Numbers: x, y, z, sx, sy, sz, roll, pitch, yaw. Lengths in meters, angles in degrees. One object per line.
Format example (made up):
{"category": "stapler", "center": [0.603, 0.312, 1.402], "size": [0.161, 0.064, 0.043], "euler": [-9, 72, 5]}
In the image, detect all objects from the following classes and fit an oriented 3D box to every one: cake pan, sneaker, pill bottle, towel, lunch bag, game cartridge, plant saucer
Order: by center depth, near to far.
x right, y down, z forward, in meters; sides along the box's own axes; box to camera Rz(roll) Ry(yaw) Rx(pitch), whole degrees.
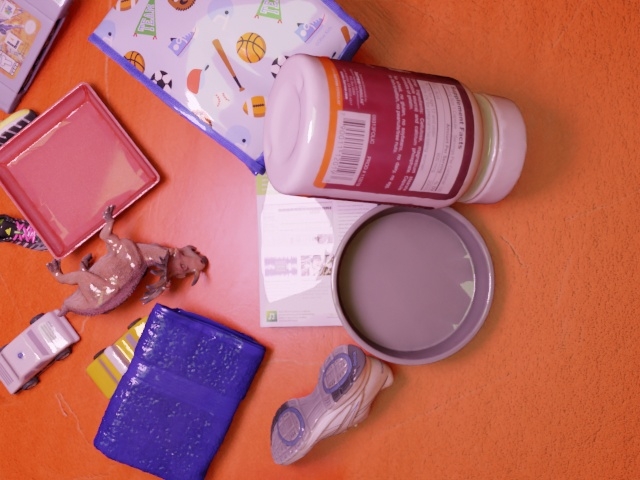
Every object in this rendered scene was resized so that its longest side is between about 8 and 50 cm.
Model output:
{"category": "pill bottle", "center": [0.123, -0.168, 1.334], "size": [0.392, 0.224, 0.224], "euler": [4, 90, -23]}
{"category": "cake pan", "center": [0.160, 0.072, 1.445], "size": [0.293, 0.054, 0.293], "euler": [0, 89, -7]}
{"category": "lunch bag", "center": [-0.150, -0.345, 1.464], "size": [0.385, 0.239, 0.327], "euler": [38, 94, 17]}
{"category": "sneaker", "center": [0.019, 0.316, 1.474], "size": [0.297, 0.129, 0.111], "euler": [-47, 40, 25]}
{"category": "towel", "center": [-0.265, 0.289, 1.531], "size": [0.228, 0.076, 0.308], "euler": [25, 92, -8]}
{"category": "game cartridge", "center": [-0.625, -0.418, 1.589], "size": [0.198, 0.062, 0.297], "euler": [34, 115, -9]}
{"category": "plant saucer", "center": [-0.483, -0.135, 1.605], "size": [0.258, 0.048, 0.259], "euler": [-39, 83, 0]}
{"category": "sneaker", "center": [-0.602, -0.016, 1.624], "size": [0.171, 0.075, 0.063], "euler": [12, 91, 11]}
{"category": "sneaker", "center": [-0.664, -0.204, 1.641], "size": [0.208, 0.081, 0.094], "euler": [-39, 68, 2]}

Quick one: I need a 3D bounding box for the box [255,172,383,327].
{"category": "box", "center": [0.000, 0.000, 1.516], "size": [0.232, 0.058, 0.321], "euler": [-2, 90, 11]}

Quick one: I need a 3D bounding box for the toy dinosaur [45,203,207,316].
{"category": "toy dinosaur", "center": [-0.382, 0.075, 1.540], "size": [0.296, 0.127, 0.200], "euler": [-42, 75, 0]}

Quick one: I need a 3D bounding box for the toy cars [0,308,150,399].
{"category": "toy cars", "center": [-0.477, 0.225, 1.588], "size": [0.394, 0.087, 0.176], "euler": [1, 89, 11]}
